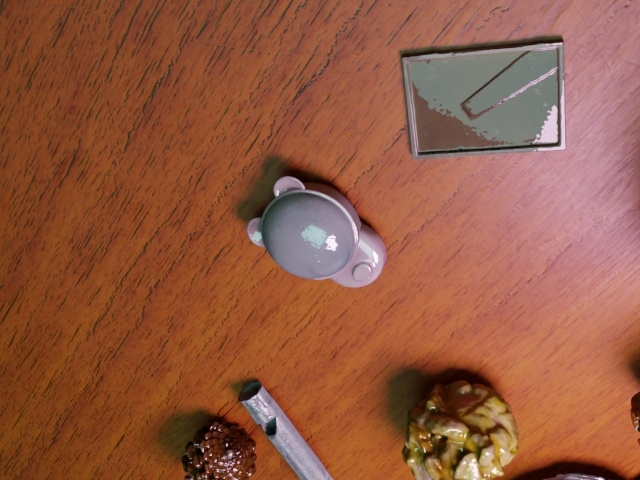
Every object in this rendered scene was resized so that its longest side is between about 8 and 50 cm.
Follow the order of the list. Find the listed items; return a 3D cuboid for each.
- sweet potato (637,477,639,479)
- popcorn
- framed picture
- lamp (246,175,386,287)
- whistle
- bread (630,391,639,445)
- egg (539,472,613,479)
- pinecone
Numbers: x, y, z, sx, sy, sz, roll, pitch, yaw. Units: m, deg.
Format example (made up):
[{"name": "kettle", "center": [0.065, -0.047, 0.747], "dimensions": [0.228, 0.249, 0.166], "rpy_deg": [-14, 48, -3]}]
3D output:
[{"name": "sweet potato", "center": [0.640, 0.516, 1.690], "dimensions": [0.057, 0.057, 0.264], "rpy_deg": [27, 129, -5]}, {"name": "popcorn", "center": [0.258, 0.376, 1.580], "dimensions": [0.212, 0.259, 0.259], "rpy_deg": [34, 126, 23]}, {"name": "framed picture", "center": [0.261, -0.219, 1.339], "dimensions": [0.250, 0.016, 0.184], "rpy_deg": [-4, 120, 14]}, {"name": "lamp", "center": [0.000, 0.002, 1.477], "dimensions": [0.246, 0.108, 0.179], "rpy_deg": [31, 127, -8]}, {"name": "whistle", "center": [-0.066, 0.428, 1.781], "dimensions": [0.062, 0.062, 0.312], "rpy_deg": [-24, 114, 24]}, {"name": "bread", "center": [0.716, 0.320, 1.412], "dimensions": [0.358, 0.337, 0.204], "rpy_deg": [23, 100, -4]}, {"name": "egg", "center": [0.494, 0.688, 1.615], "dimensions": [0.355, 0.339, 0.354], "rpy_deg": [9, 127, 13]}, {"name": "pinecone", "center": [-0.221, 0.470, 1.788], "dimensions": [0.174, 0.173, 0.173], "rpy_deg": [6, 122, 9]}]
